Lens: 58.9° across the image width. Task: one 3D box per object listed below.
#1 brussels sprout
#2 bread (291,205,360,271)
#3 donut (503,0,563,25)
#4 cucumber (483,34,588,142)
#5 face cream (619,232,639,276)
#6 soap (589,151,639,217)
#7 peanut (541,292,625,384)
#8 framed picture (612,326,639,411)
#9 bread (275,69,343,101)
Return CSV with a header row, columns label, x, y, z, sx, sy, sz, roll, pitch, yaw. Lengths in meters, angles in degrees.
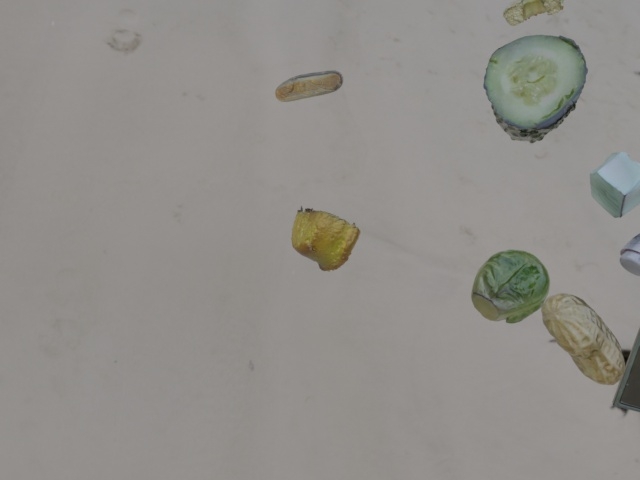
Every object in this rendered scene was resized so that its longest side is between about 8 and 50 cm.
label,x,y,z,sx,sy,sz,roll,pitch,yaw
brussels sprout,0.599,0.144,1.792,0.244,0.244,0.244,12,53,-16
bread,0.004,0.001,1.601,0.160,0.260,0.147,28,84,-22
donut,0.604,-0.660,1.595,0.065,0.166,0.108,64,35,-24
cucumber,0.315,-0.210,0.854,0.134,0.134,0.244,48,13,12
face cream,0.783,0.032,1.371,0.091,0.091,0.095,40,81,6
soap,0.834,-0.154,1.589,0.145,0.091,0.230,54,9,33
peanut,0.456,0.171,0.973,0.194,0.083,0.093,49,11,-6
framed picture,0.896,0.315,1.411,0.232,0.314,0.024,12,24,15
bread,-0.033,-0.465,1.695,0.214,0.073,0.053,-9,21,16
